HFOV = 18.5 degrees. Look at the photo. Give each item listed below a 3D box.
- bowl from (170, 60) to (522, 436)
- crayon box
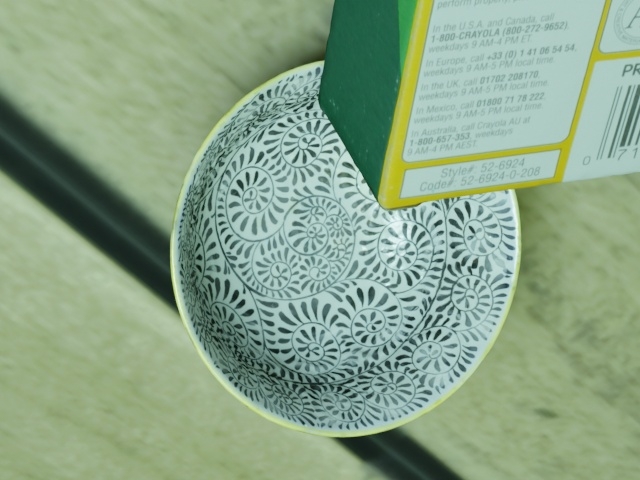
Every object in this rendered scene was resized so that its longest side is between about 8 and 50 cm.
[{"bbox_3d":[0.000,0.000,0.911,0.170,0.080,0.170,-2,96,-22],"label":"bowl"},{"bbox_3d":[0.125,-0.171,0.770,0.203,0.083,0.323,-8,134,-21],"label":"crayon box"}]
